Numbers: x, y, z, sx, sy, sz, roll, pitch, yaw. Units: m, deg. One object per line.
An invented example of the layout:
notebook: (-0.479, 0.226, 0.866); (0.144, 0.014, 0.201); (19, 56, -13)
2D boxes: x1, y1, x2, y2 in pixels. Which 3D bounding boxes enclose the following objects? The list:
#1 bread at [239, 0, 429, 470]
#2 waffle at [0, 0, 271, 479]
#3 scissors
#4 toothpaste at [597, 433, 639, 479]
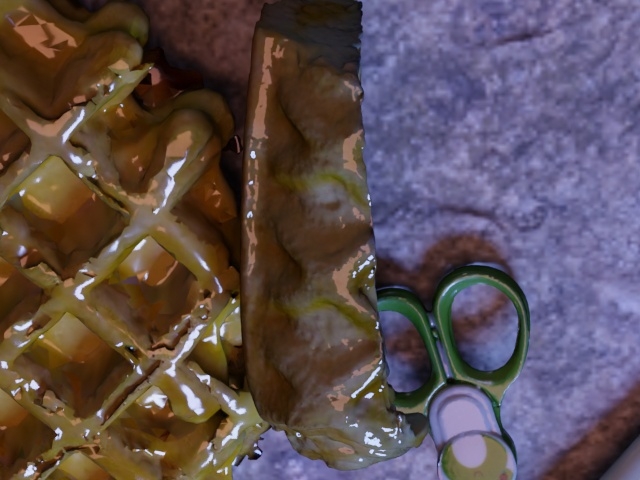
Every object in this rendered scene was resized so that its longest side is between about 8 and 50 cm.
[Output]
bread: (0.000, 0.000, 0.917); (0.088, 0.128, 0.232); (-7, 110, -4)
waffle: (-0.208, 0.032, 0.993); (0.380, 0.095, 0.382); (-4, 119, 5)
scissors: (0.083, 0.117, 1.017); (0.101, 0.027, 0.204); (-14, 101, 14)
toothpaste: (0.169, 0.160, 1.047); (0.058, 0.056, 0.314); (15, 124, -46)
